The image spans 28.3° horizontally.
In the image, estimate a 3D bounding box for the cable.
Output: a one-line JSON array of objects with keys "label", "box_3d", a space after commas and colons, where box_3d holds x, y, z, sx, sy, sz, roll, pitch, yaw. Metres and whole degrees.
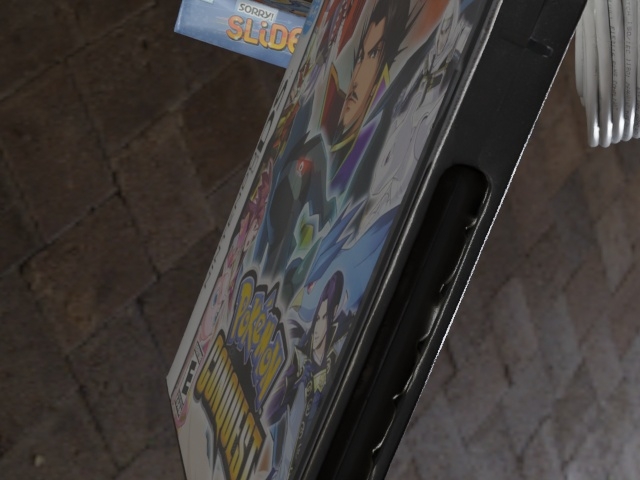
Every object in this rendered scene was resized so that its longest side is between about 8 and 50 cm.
[{"label": "cable", "box_3d": [0.248, -0.204, 1.012, 0.257, 0.089, 0.257, -62, 150, -66]}]

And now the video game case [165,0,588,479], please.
[{"label": "video game case", "box_3d": [0.000, 0.000, 0.535, 0.035, 0.275, 0.248, 20, 99, -15]}]

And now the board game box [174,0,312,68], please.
[{"label": "board game box", "box_3d": [0.023, -0.121, 0.814, 0.136, 0.201, 0.035, -41, 149, -74]}]
